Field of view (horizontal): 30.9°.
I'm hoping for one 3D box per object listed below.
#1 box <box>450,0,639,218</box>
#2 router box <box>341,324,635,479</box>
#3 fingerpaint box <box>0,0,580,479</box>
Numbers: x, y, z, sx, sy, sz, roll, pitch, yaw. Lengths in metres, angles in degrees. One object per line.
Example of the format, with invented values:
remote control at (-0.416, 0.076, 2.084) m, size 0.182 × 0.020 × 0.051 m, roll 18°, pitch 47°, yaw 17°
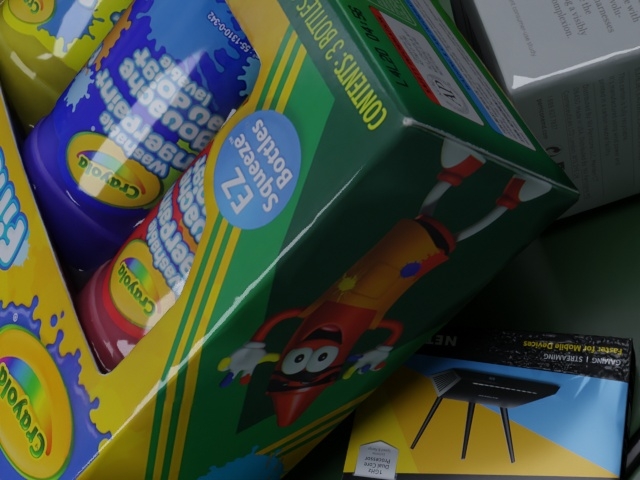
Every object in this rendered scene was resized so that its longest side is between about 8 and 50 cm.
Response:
box at (0.273, -0.187, 0.803) m, size 0.345 × 0.168 × 0.215 m, roll -18°, pitch 57°, yaw 6°
router box at (0.113, 0.126, 0.768) m, size 0.179 × 0.046 × 0.133 m, roll 2°, pitch 63°, yaw 21°
fingerpaint box at (-0.102, -0.078, 0.792) m, size 0.371 × 0.163 × 0.444 m, roll -46°, pitch 49°, yaw 25°
